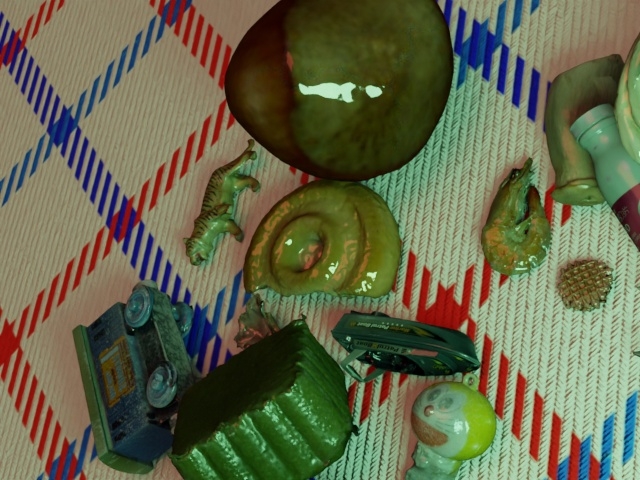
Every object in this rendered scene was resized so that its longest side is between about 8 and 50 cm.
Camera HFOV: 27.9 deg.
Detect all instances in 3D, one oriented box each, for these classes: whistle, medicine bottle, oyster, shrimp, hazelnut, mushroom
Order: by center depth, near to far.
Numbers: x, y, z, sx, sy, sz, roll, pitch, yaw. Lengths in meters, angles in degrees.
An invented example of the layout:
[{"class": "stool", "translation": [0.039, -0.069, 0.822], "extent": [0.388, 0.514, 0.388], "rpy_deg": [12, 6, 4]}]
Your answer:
[{"class": "medicine bottle", "translation": [0.421, -0.080, 1.738], "extent": [0.090, 0.090, 0.216], "rpy_deg": [-35, 71, 16]}, {"class": "whistle", "translation": [0.162, 0.282, 1.764], "extent": [0.123, 0.123, 0.223], "rpy_deg": [31, 101, 42]}, {"class": "mushroom", "translation": [0.375, -0.163, 1.860], "extent": [0.096, 0.108, 0.247], "rpy_deg": [136, 149, -62]}, {"class": "shrimp", "translation": [0.291, -0.035, 1.890], "extent": [0.101, 0.042, 0.190], "rpy_deg": [6, 68, 16]}, {"class": "hazelnut", "translation": [0.031, -0.254, 2.012], "extent": [0.366, 0.366, 0.365], "rpy_deg": [-17, 57, 28]}, {"class": "oyster", "translation": [-0.086, 0.167, 2.038], "extent": [0.108, 0.053, 0.165], "rpy_deg": [-46, 55, 32]}]

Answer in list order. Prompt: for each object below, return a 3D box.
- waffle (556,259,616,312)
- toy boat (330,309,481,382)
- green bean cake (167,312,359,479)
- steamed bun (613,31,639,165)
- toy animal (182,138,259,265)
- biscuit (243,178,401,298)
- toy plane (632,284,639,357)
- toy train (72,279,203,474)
[{"class": "waffle", "translation": [0.368, 0.062, 1.785], "extent": [0.083, 0.029, 0.075], "rpy_deg": [7, 71, 36]}, {"class": "toy boat", "translation": [0.126, 0.160, 1.863], "extent": [0.246, 0.093, 0.103], "rpy_deg": [5, 62, 38]}, {"class": "green bean cake", "translation": [-0.083, 0.261, 1.871], "extent": [0.247, 0.156, 0.250], "rpy_deg": [-34, 15, 9]}, {"class": "steamed bun", "translation": [0.500, -0.227, 1.674], "extent": [0.268, 0.280, 0.207], "rpy_deg": [-55, 46, 27]}, {"class": "toy animal", "translation": [-0.169, -0.069, 2.230], "extent": [0.099, 0.057, 0.241], "rpy_deg": [2, 68, 37]}, {"class": "biscuit", "translation": [-0.001, -0.001, 2.048], "extent": [0.274, 0.091, 0.213], "rpy_deg": [-8, 63, 36]}, {"class": "toy plane", "translation": [0.508, 0.097, 1.642], "extent": [0.226, 0.058, 0.226], "rpy_deg": [-40, 46, -10]}, {"class": "toy train", "translation": [-0.289, 0.220, 2.119], "extent": [0.202, 0.131, 0.299], "rpy_deg": [-39, 48, 22]}]
